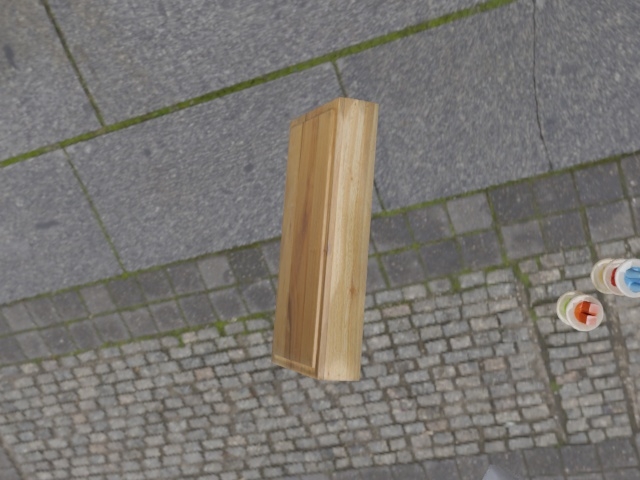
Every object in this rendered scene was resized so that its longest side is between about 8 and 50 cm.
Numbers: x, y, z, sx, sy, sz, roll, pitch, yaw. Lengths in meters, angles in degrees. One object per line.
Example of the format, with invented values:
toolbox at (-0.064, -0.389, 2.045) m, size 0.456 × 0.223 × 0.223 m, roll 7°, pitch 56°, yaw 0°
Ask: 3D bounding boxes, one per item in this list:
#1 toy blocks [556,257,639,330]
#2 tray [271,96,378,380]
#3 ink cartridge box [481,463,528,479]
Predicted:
toy blocks at (0.392, 0.075, 0.986) m, size 0.123 × 0.148 × 0.054 m, roll -44°, pitch 87°, yaw 2°
tray at (0.000, 0.000, 1.140) m, size 0.076 × 0.203 × 0.411 m, roll 5°, pitch 86°, yaw -23°
ink cartridge box at (0.060, 0.267, 0.275) m, size 0.072 × 0.303 × 0.307 m, roll 30°, pitch 85°, yaw -4°
